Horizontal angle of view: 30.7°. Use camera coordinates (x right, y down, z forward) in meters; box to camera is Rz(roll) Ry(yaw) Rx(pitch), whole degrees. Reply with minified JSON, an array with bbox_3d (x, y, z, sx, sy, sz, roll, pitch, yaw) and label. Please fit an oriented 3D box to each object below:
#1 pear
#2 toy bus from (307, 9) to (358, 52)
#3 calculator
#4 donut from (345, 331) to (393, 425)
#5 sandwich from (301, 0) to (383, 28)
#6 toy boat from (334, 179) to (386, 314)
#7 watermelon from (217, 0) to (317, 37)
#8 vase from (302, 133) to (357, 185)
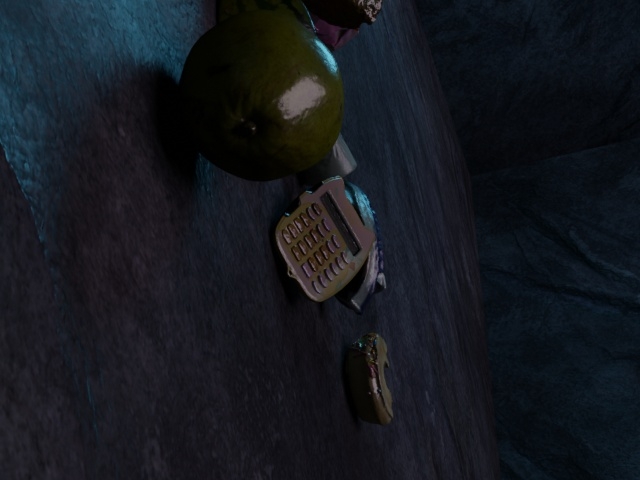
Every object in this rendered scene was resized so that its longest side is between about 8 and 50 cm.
[{"bbox_3d":[-0.073,-0.176,1.445,0.269,0.212,0.212,-82,156,-71],"label":"pear"},{"bbox_3d":[-0.005,-0.457,2.122,0.303,0.147,0.127,-90,156,-46],"label":"toy bus"},{"bbox_3d":[0.000,0.000,1.803,0.157,0.033,0.236,61,36,-11],"label":"calculator"},{"bbox_3d":[0.080,0.227,1.995,0.108,0.065,0.166,61,22,-50],"label":"donut"},{"bbox_3d":[-0.014,-0.525,1.862,0.325,0.131,0.262,26,73,-43],"label":"sandwich"},{"bbox_3d":[0.057,0.010,1.977,0.115,0.114,0.262,28,46,-56],"label":"toy boat"},{"bbox_3d":[-0.061,-0.276,1.744,0.159,0.128,0.303,-17,94,-77],"label":"watermelon"},{"bbox_3d":[-0.018,-0.209,1.948,0.096,0.096,0.219,-68,141,-67],"label":"vase"}]
